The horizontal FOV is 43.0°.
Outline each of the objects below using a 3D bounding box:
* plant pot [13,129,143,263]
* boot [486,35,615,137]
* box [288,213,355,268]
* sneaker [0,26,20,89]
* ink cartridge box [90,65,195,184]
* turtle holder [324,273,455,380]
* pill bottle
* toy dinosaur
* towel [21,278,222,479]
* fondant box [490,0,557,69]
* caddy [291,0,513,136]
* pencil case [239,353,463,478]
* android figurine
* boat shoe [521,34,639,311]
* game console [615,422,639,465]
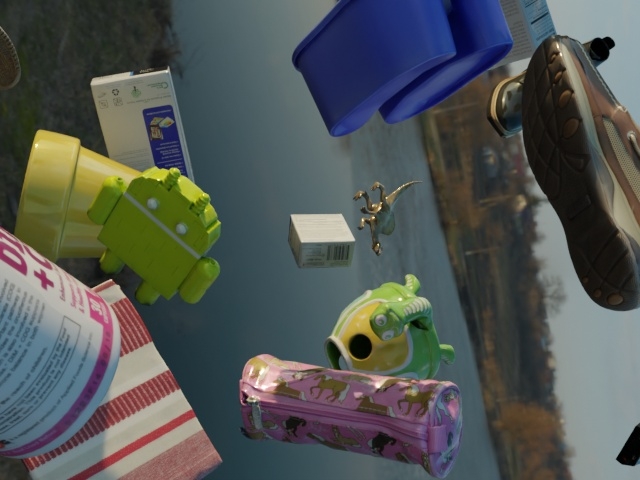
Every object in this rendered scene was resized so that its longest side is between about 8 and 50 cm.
[{"bbox_3d":[-0.457,-0.067,1.592,0.254,0.239,0.254,-168,-90,-73],"label":"plant pot"},{"bbox_3d":[0.340,-0.237,1.207,0.077,0.137,0.198,51,53,-12],"label":"boot"},{"bbox_3d":[0.000,0.000,1.860,0.137,0.126,0.072,-113,-155,-58],"label":"box"},{"bbox_3d":[-0.730,-0.457,1.701,0.153,0.099,0.282,49,-12,51],"label":"sneaker"},{"bbox_3d":[-0.370,-0.196,1.746,0.065,0.165,0.333,-111,-168,-64],"label":"ink cartridge box"},{"bbox_3d":[0.146,0.225,1.760,0.320,0.227,0.243,5,-66,71],"label":"turtle holder"},{"bbox_3d":[-0.302,0.049,0.623,0.283,0.160,0.160,47,31,-47],"label":"pill bottle"},{"bbox_3d":[0.107,-0.056,1.422,0.092,0.053,0.183,46,56,-28],"label":"toy dinosaur"},{"bbox_3d":[-0.322,0.242,1.168,0.329,0.237,0.037,57,-27,12],"label":"towel"},{"bbox_3d":[0.285,-0.494,1.567,0.096,0.238,0.330,-35,109,-39],"label":"fondant box"},{"bbox_3d":[0.107,-0.290,1.163,0.341,0.241,0.179,-30,-99,56],"label":"caddy"},{"bbox_3d":[0.048,0.287,1.361,0.167,0.386,0.160,-55,139,-45],"label":"pencil case"},{"bbox_3d":[-0.273,-0.009,1.364,0.248,0.273,0.056,42,36,0],"label":"android figurine"},{"bbox_3d":[0.323,-0.082,0.924,0.123,0.116,0.324,136,-58,-68],"label":"boat shoe"},{"bbox_3d":[0.693,0.285,1.550,0.044,0.213,0.361,42,-40,32],"label":"game console"}]
